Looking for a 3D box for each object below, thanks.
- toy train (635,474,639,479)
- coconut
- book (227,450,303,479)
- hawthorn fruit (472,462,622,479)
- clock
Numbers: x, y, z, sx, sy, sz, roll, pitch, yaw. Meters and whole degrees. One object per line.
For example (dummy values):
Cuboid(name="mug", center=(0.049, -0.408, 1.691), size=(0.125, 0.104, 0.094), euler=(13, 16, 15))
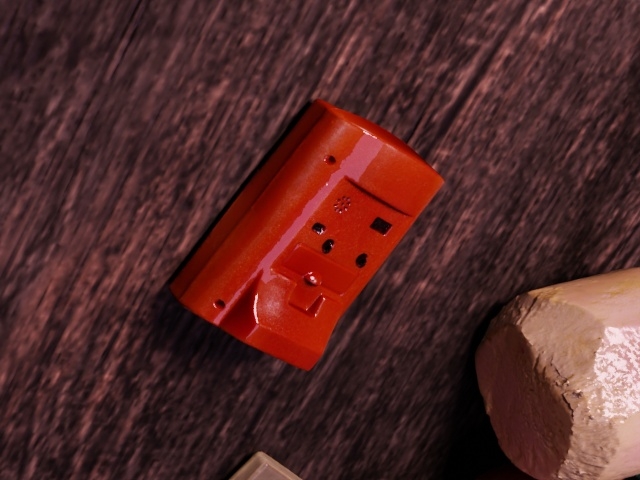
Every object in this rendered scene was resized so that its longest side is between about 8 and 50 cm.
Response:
Cuboid(name="toy train", center=(0.323, 0.151, 1.559), size=(0.172, 0.070, 0.099), euler=(-47, 129, 3))
Cuboid(name="coconut", center=(0.201, 0.094, 1.359), size=(0.152, 0.147, 0.147), euler=(-12, 130, -28))
Cuboid(name="book", center=(-0.089, 0.285, 1.373), size=(0.283, 0.025, 0.215), euler=(-47, 141, 2))
Cuboid(name="hawthorn fruit", center=(0.160, 0.251, 1.411), size=(0.299, 0.211, 0.211), euler=(-49, 141, -17))
Cuboid(name="clock", center=(0.000, 0.000, 1.179), size=(0.113, 0.061, 0.155), euler=(28, 102, -47))
